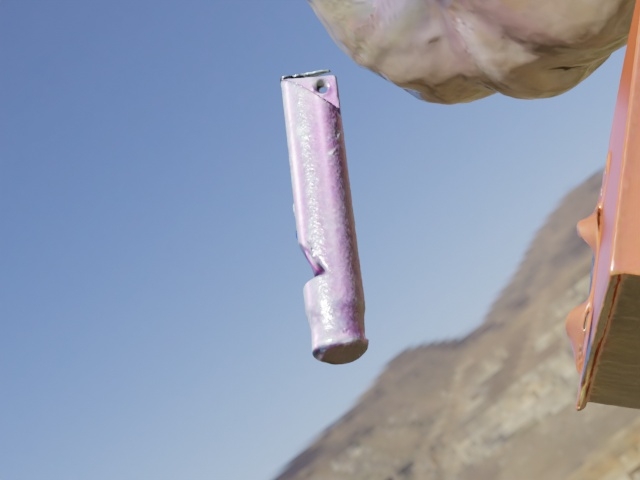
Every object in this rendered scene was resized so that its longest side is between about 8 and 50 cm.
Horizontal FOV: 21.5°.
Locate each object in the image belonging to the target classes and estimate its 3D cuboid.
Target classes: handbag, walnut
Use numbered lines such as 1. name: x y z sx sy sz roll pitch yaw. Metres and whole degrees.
1. handbag: 0.134 -0.012 0.651 0.190 0.063 0.127 79 -160 -69
2. walnut: 0.095 -0.198 0.913 0.248 0.248 0.248 -36 -8 -6

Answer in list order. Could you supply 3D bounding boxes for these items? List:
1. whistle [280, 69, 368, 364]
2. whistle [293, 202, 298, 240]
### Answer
1. whistle: 0.002 -0.017 0.920 0.033 0.176 0.033 -5 -26 -3
2. whistle: 0.000 0.000 1.324 0.029 0.083 0.033 0 42 36
